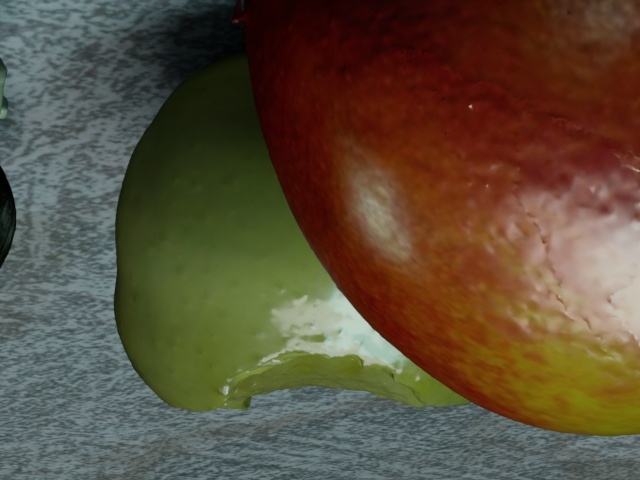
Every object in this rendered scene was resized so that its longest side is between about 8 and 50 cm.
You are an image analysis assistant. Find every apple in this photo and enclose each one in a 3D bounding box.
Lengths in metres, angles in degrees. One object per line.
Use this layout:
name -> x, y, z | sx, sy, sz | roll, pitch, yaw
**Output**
apple -> 0.000, 0.000, 1.183 | 0.279, 0.279, 0.279 | -4, 158, -1

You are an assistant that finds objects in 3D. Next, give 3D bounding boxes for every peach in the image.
peach -> 0.136, -0.085, 0.924 | 0.370, 0.370, 0.370 | -4, 158, -1

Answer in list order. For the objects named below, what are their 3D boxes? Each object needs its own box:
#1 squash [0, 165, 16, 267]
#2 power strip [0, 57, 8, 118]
squash -> -0.297, -0.022, 1.211 | 0.193, 0.156, 0.193 | 11, 142, 9
power strip -> -0.312, -0.105, 1.065 | 0.270, 0.118, 0.046 | 4, 111, -20
